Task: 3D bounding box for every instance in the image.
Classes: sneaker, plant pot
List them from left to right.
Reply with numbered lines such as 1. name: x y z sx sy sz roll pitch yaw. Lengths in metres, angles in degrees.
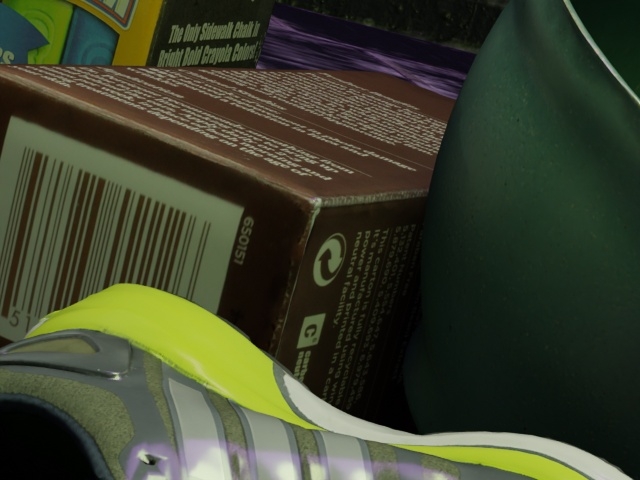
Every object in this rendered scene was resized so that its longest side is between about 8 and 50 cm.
1. sneaker: -0.011 0.106 0.555 0.300 0.111 0.121 17 21 30
2. plant pot: 0.157 0.030 0.736 0.293 0.196 0.293 27 30 -17

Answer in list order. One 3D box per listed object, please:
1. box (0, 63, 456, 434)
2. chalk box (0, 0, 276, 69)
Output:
1. box: 0.000 0.000 0.900 0.191 0.143 0.381 23 16 27
2. chalk box: -0.135 -0.140 0.984 0.179 0.289 0.180 20 12 14
